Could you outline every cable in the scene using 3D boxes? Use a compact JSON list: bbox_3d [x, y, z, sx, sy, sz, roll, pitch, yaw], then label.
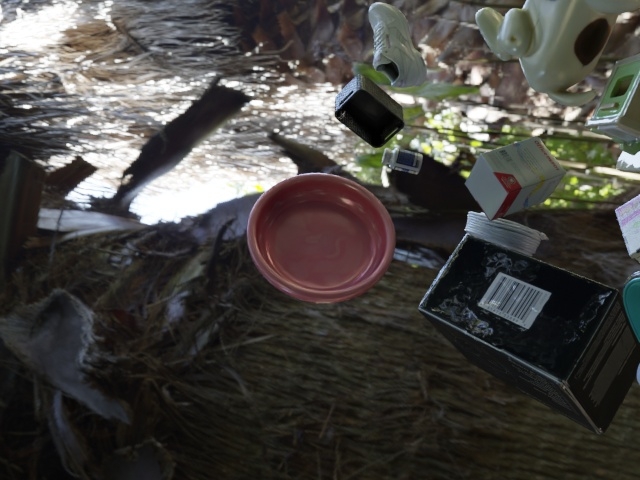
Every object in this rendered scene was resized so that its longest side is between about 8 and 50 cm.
[{"bbox_3d":[0.628,-0.026,2.063,0.257,0.257,0.089,12,-81,-52],"label":"cable"}]

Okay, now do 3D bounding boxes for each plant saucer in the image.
[{"bbox_3d":[0.000,0.000,1.349,0.332,0.332,0.084,-52,-14,-31],"label":"plant saucer"}]

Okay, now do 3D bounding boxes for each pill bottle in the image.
[{"bbox_3d":[0.258,-0.254,1.892,0.067,0.120,0.067,-167,90,-89],"label":"pill bottle"}]

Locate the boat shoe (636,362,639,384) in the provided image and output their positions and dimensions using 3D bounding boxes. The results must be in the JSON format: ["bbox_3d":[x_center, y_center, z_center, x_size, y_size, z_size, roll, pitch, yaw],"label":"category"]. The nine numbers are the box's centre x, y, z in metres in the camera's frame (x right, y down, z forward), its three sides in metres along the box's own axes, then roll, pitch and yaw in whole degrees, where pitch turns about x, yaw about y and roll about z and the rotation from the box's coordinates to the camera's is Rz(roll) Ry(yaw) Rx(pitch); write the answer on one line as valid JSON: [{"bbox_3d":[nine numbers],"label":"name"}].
[{"bbox_3d":[0.698,0.257,1.130,0.228,0.076,0.080,115,175,-72],"label":"boat shoe"}]

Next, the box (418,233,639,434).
[{"bbox_3d":[0.629,0.275,1.766,0.297,0.480,0.472,-54,-45,-10],"label":"box"}]

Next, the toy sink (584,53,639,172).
[{"bbox_3d":[0.702,-0.284,1.336,0.153,0.131,0.234,-105,36,-82],"label":"toy sink"}]

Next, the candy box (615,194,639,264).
[{"bbox_3d":[0.939,-0.046,1.679,0.071,0.159,0.233,39,-143,-14],"label":"candy box"}]

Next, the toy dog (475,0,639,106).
[{"bbox_3d":[0.624,-0.571,1.436,0.285,0.408,0.395,4,-116,-21],"label":"toy dog"}]

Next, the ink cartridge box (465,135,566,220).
[{"bbox_3d":[0.478,-0.153,1.467,0.176,0.128,0.127,-18,-28,-16],"label":"ink cartridge box"}]

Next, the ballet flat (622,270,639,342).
[{"bbox_3d":[0.812,0.270,1.227,0.182,0.482,0.164,-13,-24,-28],"label":"ballet flat"}]

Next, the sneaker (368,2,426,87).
[{"bbox_3d":[0.219,-0.620,1.886,0.152,0.114,0.305,-22,-100,-27],"label":"sneaker"}]

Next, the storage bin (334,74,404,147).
[{"bbox_3d":[0.138,-0.364,1.688,0.180,0.122,0.084,33,-143,-25],"label":"storage bin"}]
